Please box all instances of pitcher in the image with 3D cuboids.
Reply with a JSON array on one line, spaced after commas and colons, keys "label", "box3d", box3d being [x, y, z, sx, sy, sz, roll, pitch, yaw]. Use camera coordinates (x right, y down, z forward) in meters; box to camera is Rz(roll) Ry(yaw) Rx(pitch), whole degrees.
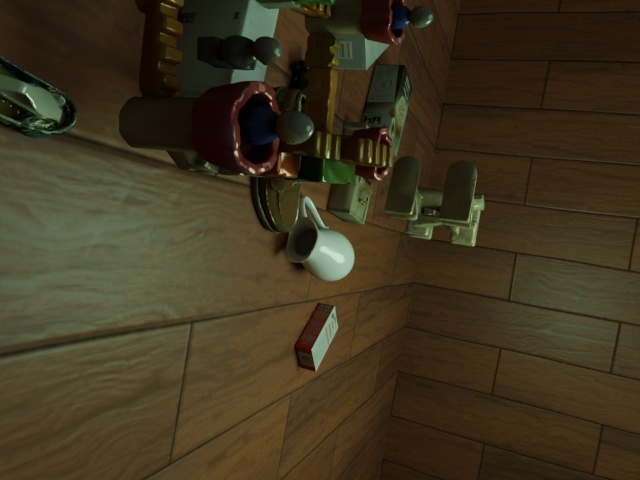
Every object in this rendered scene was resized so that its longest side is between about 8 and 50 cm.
[{"label": "pitcher", "box3d": [0.000, 0.000, 1.191, 0.207, 0.126, 0.177, 34, 52, -55]}]

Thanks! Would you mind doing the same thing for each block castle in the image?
[{"label": "block castle", "box3d": [-0.011, -0.223, 0.610, 0.453, 0.213, 0.302, -13, 110, -64]}]

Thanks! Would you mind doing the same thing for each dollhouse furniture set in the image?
[{"label": "dollhouse furniture set", "box3d": [0.249, -0.162, 1.345, 0.362, 0.395, 0.256, 25, 75, -68]}]

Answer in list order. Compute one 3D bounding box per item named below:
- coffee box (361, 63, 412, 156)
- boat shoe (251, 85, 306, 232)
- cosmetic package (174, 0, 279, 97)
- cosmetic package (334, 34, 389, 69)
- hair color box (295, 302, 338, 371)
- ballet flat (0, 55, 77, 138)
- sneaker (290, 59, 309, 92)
[{"label": "coffee box", "box3d": [0.207, -0.408, 1.535, 0.141, 0.098, 0.246, 38, 64, -66]}, {"label": "boat shoe", "box3d": [-0.068, -0.143, 0.956, 0.110, 0.105, 0.307, -53, 146, -49]}, {"label": "cosmetic package", "box3d": [-0.139, -0.290, 0.705, 0.085, 0.118, 0.231, 26, 74, -67]}, {"label": "cosmetic package", "box3d": [0.090, -0.497, 1.172, 0.238, 0.127, 0.107, -61, 152, -44]}, {"label": "hair color box", "box3d": [-0.008, 0.265, 1.353, 0.167, 0.054, 0.093, -55, 146, -44]}, {"label": "ballet flat", "box3d": [-0.299, -0.148, 0.436, 0.188, 0.070, 0.070, 26, 75, -67]}, {"label": "sneaker", "box3d": [-0.031, -0.304, 1.041, 0.075, 0.063, 0.170, -28, 120, -64]}]
